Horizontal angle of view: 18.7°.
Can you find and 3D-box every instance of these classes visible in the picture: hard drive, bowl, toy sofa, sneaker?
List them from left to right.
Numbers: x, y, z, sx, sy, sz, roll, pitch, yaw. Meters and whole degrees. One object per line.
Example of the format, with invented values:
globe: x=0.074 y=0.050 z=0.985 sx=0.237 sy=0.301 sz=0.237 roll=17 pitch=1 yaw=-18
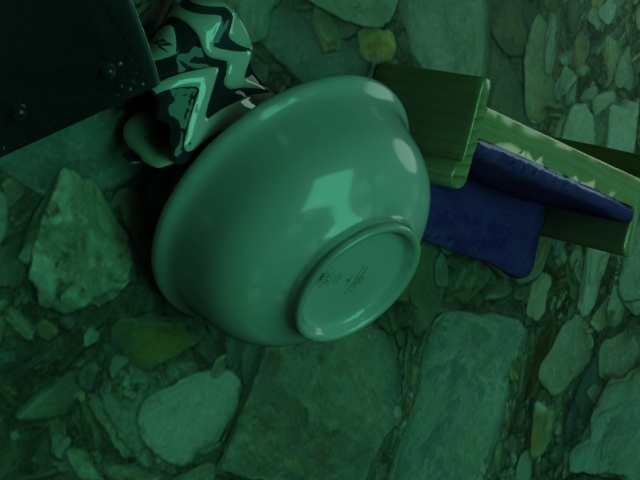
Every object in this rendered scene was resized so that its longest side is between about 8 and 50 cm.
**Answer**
hard drive: x=-0.251 y=-0.204 z=1.590 sx=0.172 sy=0.054 sz=0.254 roll=-25 pitch=126 yaw=-1
sneaker: x=-0.112 y=-0.100 z=1.806 sx=0.153 sy=0.094 sz=0.235 roll=-43 pitch=140 yaw=-18
bowl: x=0.000 y=0.000 z=1.830 sx=0.298 sy=0.134 sz=0.298 roll=-29 pitch=146 yaw=-22
toy sofa: x=0.196 y=-0.058 z=2.106 sx=0.362 sy=0.150 sz=0.177 roll=19 pitch=86 yaw=-49
